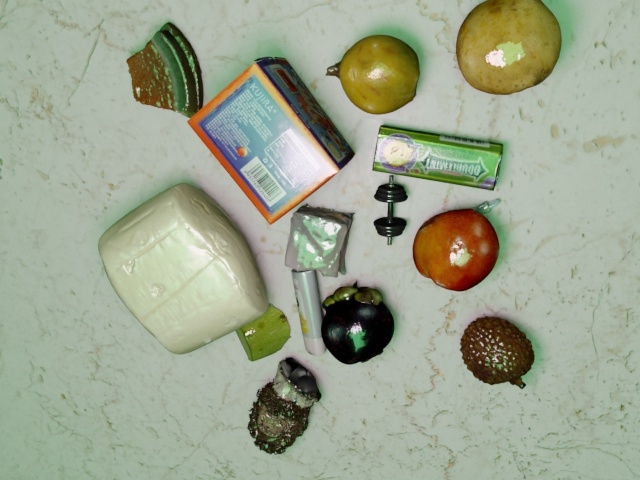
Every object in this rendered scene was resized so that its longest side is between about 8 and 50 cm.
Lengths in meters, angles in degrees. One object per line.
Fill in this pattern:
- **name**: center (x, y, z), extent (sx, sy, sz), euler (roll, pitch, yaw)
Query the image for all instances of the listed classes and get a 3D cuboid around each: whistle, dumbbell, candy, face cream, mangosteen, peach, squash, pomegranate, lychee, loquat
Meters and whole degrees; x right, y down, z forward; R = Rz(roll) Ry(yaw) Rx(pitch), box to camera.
- **whistle**: center (0.464, -0.090, 1.798), extent (0.100, 0.035, 0.035), euler (-28, 98, 15)
- **dumbbell**: center (0.201, -0.086, 1.812), extent (0.099, 0.099, 0.208), euler (3, 110, 10)
- **candy**: center (0.000, 0.000, 1.858), extent (0.185, 0.137, 0.195), euler (14, 105, 7)
- **face cream**: center (-0.032, 0.215, 1.940), extent (0.073, 0.107, 0.269), euler (-11, 102, -9)
- **mangosteen**: center (0.106, 0.244, 1.872), extent (0.243, 0.243, 0.242), euler (3, 105, 10)
- **peach**: center (0.379, 0.020, 1.761), extent (0.244, 0.200, 0.243), euler (-5, 79, 28)
- **squash**: center (-0.194, 0.294, 2.000), extent (0.184, 0.085, 0.191), euler (-21, 102, 16)
- **pomegranate**: center (0.468, -0.487, 1.585), extent (0.261, 0.260, 0.260), euler (3, 105, 10)
- **lychee**: center (0.514, 0.331, 1.824), extent (0.200, 0.200, 0.238), euler (-35, 84, 17)
- **loquat**: center (0.137, -0.444, 1.675), extent (0.246, 0.213, 0.213), euler (7, 106, 2)

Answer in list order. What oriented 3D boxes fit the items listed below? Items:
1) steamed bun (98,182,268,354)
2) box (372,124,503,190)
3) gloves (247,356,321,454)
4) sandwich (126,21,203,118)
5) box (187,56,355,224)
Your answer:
- **steamed bun**: center (-0.386, 0.075, 1.875), extent (0.371, 0.290, 0.455), euler (-30, 100, 11)
- **box**: center (0.325, -0.230, 1.753), extent (0.346, 0.097, 0.134), euler (11, 107, 7)
- **gloves**: center (-0.116, 0.543, 2.026), extent (0.210, 0.135, 0.312), euler (35, 108, 0)
- **sandwich**: center (-0.450, -0.481, 1.826), extent (0.212, 0.109, 0.291), euler (5, 106, 9)
- **box**: center (-0.114, -0.277, 1.708), extent (0.257, 0.318, 0.348), euler (-37, 95, 18)
